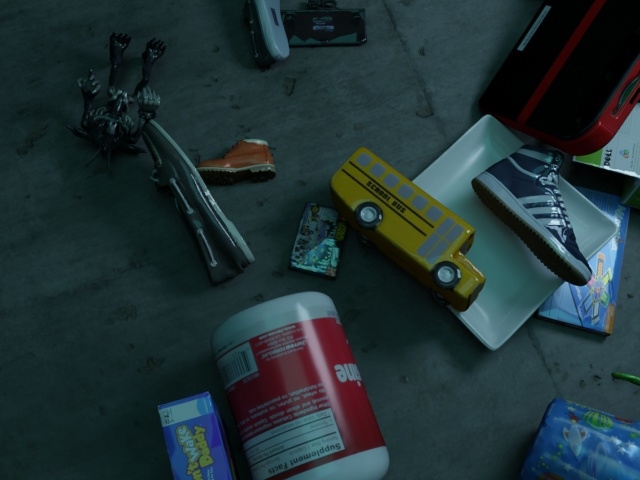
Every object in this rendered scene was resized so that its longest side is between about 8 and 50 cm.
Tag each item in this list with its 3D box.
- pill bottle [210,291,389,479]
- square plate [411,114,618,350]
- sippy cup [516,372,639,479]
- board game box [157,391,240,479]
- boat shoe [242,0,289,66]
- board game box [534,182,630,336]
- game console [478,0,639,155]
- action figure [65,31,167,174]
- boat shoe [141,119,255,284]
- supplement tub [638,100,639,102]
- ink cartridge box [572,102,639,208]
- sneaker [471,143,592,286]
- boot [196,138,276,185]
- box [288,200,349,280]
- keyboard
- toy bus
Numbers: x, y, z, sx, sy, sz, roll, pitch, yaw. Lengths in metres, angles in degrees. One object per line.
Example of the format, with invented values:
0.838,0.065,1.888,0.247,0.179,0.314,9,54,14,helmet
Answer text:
-0.022,0.311,1.508,0.229,0.229,0.408,-18,73,-8,pill bottle
0.322,-0.020,1.716,0.347,0.049,0.344,-41,73,-12,square plate
0.463,0.386,1.522,0.224,0.240,0.305,25,49,16,sippy cup
-0.169,0.386,1.414,0.078,0.347,0.233,-15,72,-7,board game box
-0.124,-0.461,1.850,0.076,0.080,0.228,-22,76,29,boat shoe
0.507,0.033,1.734,0.145,0.027,0.281,14,71,4,board game box
0.499,-0.361,1.686,0.060,0.342,0.386,30,96,-32,game console
-0.391,-0.273,1.737,0.164,0.141,0.276,14,69,-10,action figure
-0.251,-0.070,1.674,0.095,0.112,0.335,-35,88,-11,boat shoe
0.717,-0.355,1.772,0.338,0.207,0.207,14,71,-5,supplement tub
0.614,-0.169,1.757,0.255,0.097,0.189,16,62,3,ink cartridge box
0.425,-0.058,1.646,0.153,0.099,0.282,-39,70,-9,sneaker
-0.170,-0.155,1.752,0.158,0.059,0.085,-5,68,-13,boot
0.000,0.000,1.720,0.094,0.027,0.137,14,71,1,box
0.005,-0.455,1.878,0.180,0.023,0.108,-2,78,-4,keyboard
0.164,-0.018,1.642,0.332,0.108,0.130,38,77,18,toy bus
